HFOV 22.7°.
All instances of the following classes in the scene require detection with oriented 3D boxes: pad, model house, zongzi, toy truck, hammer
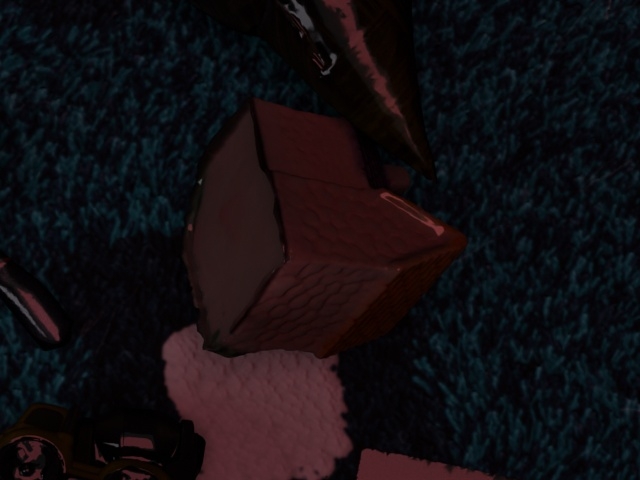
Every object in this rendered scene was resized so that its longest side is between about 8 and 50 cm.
[{"bbox_3d":[0.135,0.321,1.783,0.211,0.003,0.143,13,83,-4],"label":"pad"},{"bbox_3d":[0.000,0.000,1.722,0.237,0.202,0.237,9,45,-27],"label":"model house"},{"bbox_3d":[0.080,-0.328,1.727,0.432,0.208,0.403,42,79,7],"label":"zongzi"},{"bbox_3d":[-0.244,0.242,1.696,0.224,0.147,0.165,17,59,-1],"label":"toy truck"},{"bbox_3d":[-0.381,0.011,1.744,0.137,0.037,0.290,-41,89,-9],"label":"hammer"}]
